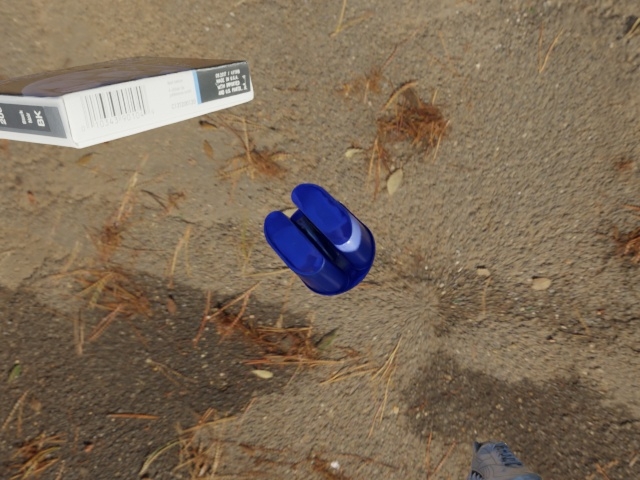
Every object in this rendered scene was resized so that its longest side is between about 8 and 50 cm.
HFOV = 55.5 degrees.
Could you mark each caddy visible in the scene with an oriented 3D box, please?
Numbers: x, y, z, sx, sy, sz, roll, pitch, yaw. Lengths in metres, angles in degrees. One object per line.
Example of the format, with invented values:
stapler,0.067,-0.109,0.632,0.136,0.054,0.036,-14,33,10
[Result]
caddy,0.000,0.000,1.723,0.241,0.179,0.341,-45,52,3

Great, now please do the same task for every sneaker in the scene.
sneaker,0.413,0.521,1.395,0.110,0.292,0.118,9,74,-8

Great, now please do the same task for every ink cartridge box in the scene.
ink cartridge box,-0.204,-0.131,0.543,0.208,0.206,0.045,9,116,30
